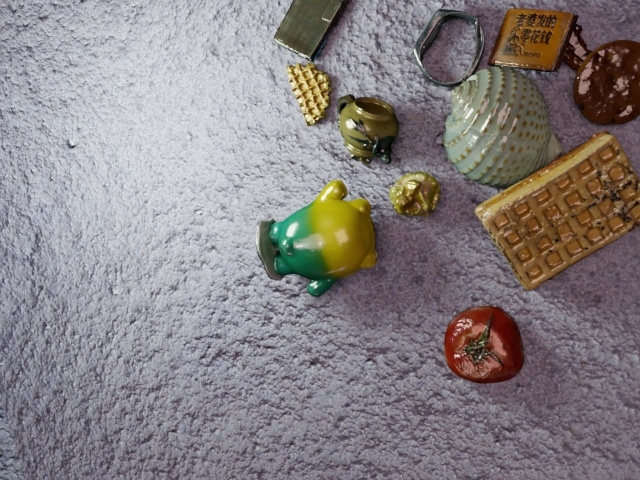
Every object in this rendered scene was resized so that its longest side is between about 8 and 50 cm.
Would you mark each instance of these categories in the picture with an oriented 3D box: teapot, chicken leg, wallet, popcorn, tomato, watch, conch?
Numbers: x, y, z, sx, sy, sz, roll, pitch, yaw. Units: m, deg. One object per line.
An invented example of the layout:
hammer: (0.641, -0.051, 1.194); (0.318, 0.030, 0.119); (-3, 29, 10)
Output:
teapot: (0.125, -0.315, 1.525); (0.269, 0.173, 0.183); (47, 138, 36)
chicken leg: (0.688, -0.494, 1.379); (0.089, 0.048, 0.219); (-44, 78, 17)
wallet: (0.560, -0.536, 1.396); (0.195, 0.042, 0.161); (25, 98, 37)
popcorn: (0.269, -0.130, 1.488); (0.145, 0.126, 0.126); (-10, 114, -2)
tomato: (0.449, 0.300, 1.451); (0.227, 0.101, 0.228); (1, 92, 21)
watch: (0.370, -0.542, 1.476); (0.193, 0.068, 0.206); (37, 105, 11)
conch: (0.470, -0.283, 1.377); (0.319, 0.215, 0.303); (37, 112, 15)
wallet: (-0.008, -0.720, 1.607); (0.169, 0.044, 0.317); (34, 99, 19)

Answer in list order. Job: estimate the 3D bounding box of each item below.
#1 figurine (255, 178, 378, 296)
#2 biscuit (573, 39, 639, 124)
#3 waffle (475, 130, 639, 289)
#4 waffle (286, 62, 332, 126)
figurine: (0.000, 0.000, 1.526); (0.340, 0.231, 0.324); (-12, 89, 24)
biscuit: (0.757, -0.402, 1.340); (0.212, 0.036, 0.212); (2, 106, 8)
waffle: (0.618, -0.077, 1.338); (0.376, 0.114, 0.261); (-35, 101, 14)
waffle: (-0.043, -0.452, 1.623); (0.160, 0.046, 0.192); (11, 95, 16)
